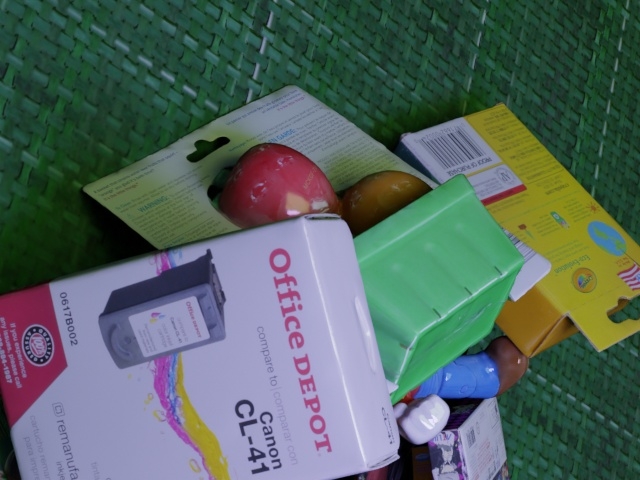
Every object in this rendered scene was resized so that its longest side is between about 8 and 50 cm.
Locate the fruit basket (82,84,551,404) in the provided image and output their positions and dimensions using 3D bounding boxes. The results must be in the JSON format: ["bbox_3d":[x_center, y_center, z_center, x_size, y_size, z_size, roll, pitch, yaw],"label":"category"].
[{"bbox_3d":[0.000,0.000,1.805,0.327,0.353,0.165,-32,145,-45],"label":"fruit basket"}]

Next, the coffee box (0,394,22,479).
[{"bbox_3d":[-0.321,0.216,1.579,0.184,0.040,0.113,-35,109,-44],"label":"coffee box"}]

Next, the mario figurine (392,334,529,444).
[{"bbox_3d":[0.081,0.113,1.912,0.320,0.198,0.170,-11,96,-46],"label":"mario figurine"}]

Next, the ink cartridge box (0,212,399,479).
[{"bbox_3d":[-0.112,0.117,1.601,0.131,0.306,0.226,-4,79,-73],"label":"ink cartridge box"}]

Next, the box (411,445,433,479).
[{"bbox_3d":[0.122,0.278,1.986,0.081,0.028,0.136,44,39,-63],"label":"box"}]

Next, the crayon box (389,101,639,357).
[{"bbox_3d":[0.230,0.001,2.047,0.202,0.081,0.318,-20,62,-48],"label":"crayon box"}]

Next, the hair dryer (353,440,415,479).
[{"bbox_3d":[0.024,0.297,1.918,0.293,0.080,0.223,-1,81,-61],"label":"hair dryer"}]

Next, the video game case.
[{"bbox_3d":[0.167,0.283,2.008,0.232,0.042,0.210,-25,106,-74],"label":"video game case"}]
